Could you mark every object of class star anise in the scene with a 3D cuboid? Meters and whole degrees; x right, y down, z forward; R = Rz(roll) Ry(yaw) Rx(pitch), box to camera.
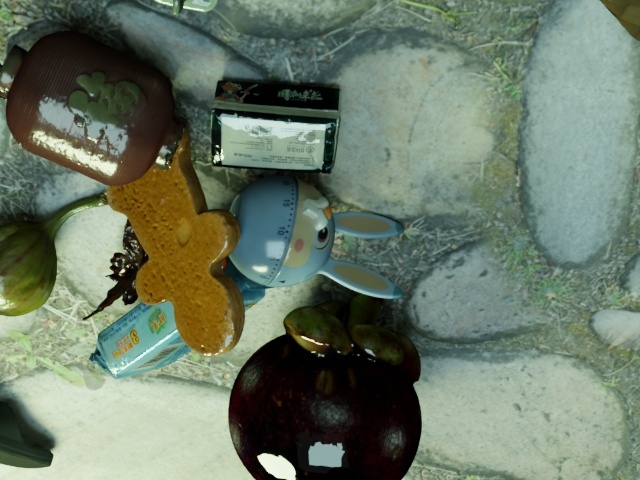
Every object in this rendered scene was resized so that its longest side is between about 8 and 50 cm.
[{"bbox_3d":[-0.273,0.059,1.662,0.140,0.144,0.158,-30,121,15],"label":"star anise"}]

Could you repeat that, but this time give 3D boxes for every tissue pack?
[{"bbox_3d":[-0.059,-0.152,1.507,0.170,0.090,0.103,6,129,1],"label":"tissue pack"}]

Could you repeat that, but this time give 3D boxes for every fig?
[{"bbox_3d":[-0.414,0.003,1.649,0.245,0.149,0.149,-43,119,0],"label":"fig"}]

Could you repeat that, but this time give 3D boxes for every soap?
[{"bbox_3d":[-0.215,0.119,1.698,0.293,0.156,0.077,-36,75,26],"label":"soap"}]

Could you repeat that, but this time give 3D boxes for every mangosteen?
[{"bbox_3d":[0.019,0.235,1.705,0.306,0.307,0.347,18,98,-11],"label":"mangosteen"}]

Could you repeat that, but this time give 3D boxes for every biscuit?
[{"bbox_3d":[-0.188,0.009,1.546,0.205,0.324,0.049,-41,157,33],"label":"biscuit"}]

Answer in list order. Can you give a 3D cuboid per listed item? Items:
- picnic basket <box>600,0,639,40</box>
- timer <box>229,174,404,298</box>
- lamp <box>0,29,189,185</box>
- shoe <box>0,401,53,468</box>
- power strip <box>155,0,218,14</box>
[{"bbox_3d":[0.347,-0.411,1.166,0.291,0.254,0.321,-32,131,26],"label":"picnic basket"},{"bbox_3d":[-0.009,-0.010,1.569,0.255,0.175,0.175,3,129,5],"label":"timer"},{"bbox_3d":[-0.300,-0.178,1.457,0.258,0.180,0.180,26,126,-13],"label":"lamp"},{"bbox_3d":[-0.562,0.329,1.936,0.108,0.093,0.241,-11,151,33],"label":"shoe"},{"bbox_3d":[-0.147,-0.393,1.292,0.229,0.141,0.261,10,126,-3],"label":"power strip"}]
